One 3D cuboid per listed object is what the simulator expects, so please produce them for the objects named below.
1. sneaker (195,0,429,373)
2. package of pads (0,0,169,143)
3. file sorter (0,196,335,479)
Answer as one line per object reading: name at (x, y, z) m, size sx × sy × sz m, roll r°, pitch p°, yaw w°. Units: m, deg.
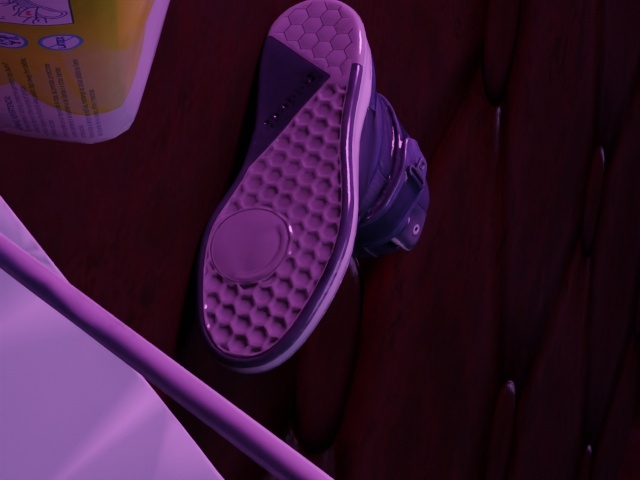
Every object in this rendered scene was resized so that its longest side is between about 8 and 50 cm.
sneaker at (0.002, 0.000, 1.022) m, size 0.163 × 0.086 × 0.226 m, roll 65°, pitch 36°, yaw -56°
package of pads at (-0.077, -0.198, 0.567) m, size 0.229 × 0.101 × 0.296 m, roll 103°, pitch 1°, yaw -75°
file sorter at (-0.099, 0.161, 0.421) m, size 0.277 × 0.173 × 0.193 m, roll -47°, pitch 146°, yaw -13°
